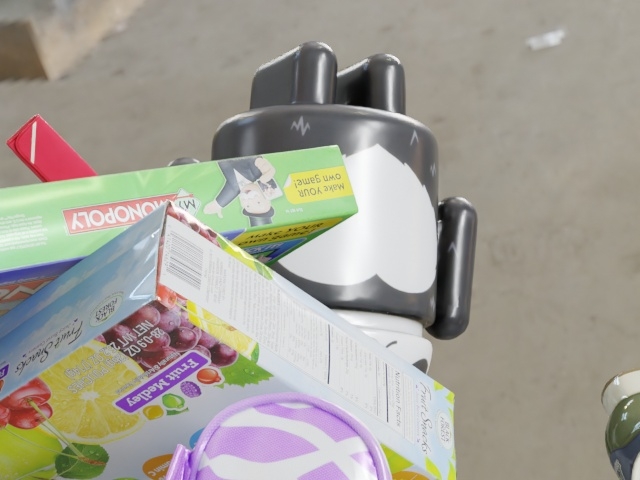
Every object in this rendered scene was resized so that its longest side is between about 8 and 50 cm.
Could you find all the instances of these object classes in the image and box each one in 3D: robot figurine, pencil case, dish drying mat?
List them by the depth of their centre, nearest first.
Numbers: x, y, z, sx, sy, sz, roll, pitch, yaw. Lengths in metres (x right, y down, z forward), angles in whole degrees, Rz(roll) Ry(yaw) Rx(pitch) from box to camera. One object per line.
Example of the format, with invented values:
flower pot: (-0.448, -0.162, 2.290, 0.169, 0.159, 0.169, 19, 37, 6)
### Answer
pencil case: (-0.012, 0.122, 0.715, 0.088, 0.206, 0.086, 17, 71, 6)
dish drying mat: (-0.184, -0.051, 1.177, 0.032, 0.083, 0.008, -44, 30, -4)
robot figurine: (0.003, 0.000, 1.212, 0.209, 0.278, 0.173, 0, -10, 12)

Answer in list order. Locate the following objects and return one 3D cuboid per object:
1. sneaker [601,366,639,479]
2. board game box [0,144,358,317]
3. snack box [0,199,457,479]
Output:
sneaker: (0.255, 0.106, 0.938, 0.192, 0.064, 0.086, -13, 38, 19)
board game box: (-0.164, 0.020, 0.924, 0.317, 0.046, 0.213, -10, -13, -38)
snack box: (-0.061, 0.092, 0.846, 0.174, 0.207, 0.070, -33, 38, 33)
